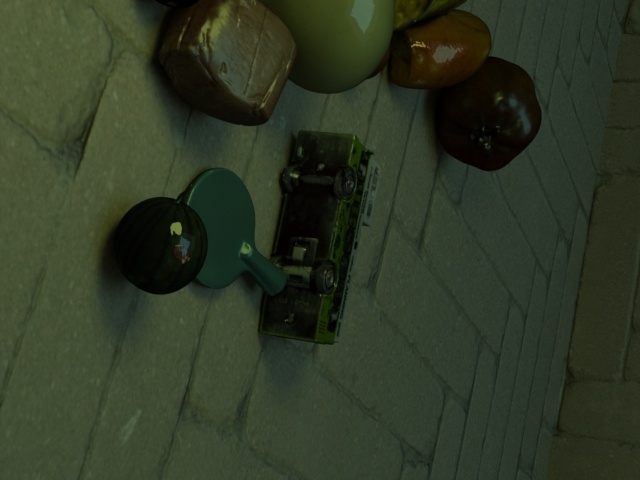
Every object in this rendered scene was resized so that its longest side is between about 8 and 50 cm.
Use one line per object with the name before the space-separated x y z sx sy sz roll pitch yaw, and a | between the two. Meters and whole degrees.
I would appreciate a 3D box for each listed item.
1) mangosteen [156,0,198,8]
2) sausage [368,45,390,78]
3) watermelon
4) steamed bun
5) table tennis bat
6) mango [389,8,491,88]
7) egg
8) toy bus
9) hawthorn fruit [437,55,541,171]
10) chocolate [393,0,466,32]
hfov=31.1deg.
mangosteen | -0.163 -0.300 1.296 0.081 0.081 0.081 5 90 -65
sausage | 0.046 -0.349 1.681 0.083 0.089 0.300 -59 153 -26
watermelon | -0.173 -0.006 1.281 0.105 0.105 0.133 9 107 -65
steamed bun | -0.117 -0.220 1.383 0.175 0.106 0.145 41 62 -43
table tennis bat | -0.112 0.004 1.497 0.244 0.040 0.153 47 54 -51
mango | 0.210 -0.340 2.007 0.252 0.154 0.126 -27 128 -45
egg | 0.004 -0.315 1.517 0.186 0.186 0.241 -27 108 -61
toy bus | 0.000 0.000 1.661 0.139 0.113 0.301 30 70 -63
hawthorn fruit | 0.322 -0.258 2.219 0.248 0.208 0.208 -76 159 -57
chocolate | 0.194 -0.447 1.932 0.445 0.162 0.162 -30 121 -62
